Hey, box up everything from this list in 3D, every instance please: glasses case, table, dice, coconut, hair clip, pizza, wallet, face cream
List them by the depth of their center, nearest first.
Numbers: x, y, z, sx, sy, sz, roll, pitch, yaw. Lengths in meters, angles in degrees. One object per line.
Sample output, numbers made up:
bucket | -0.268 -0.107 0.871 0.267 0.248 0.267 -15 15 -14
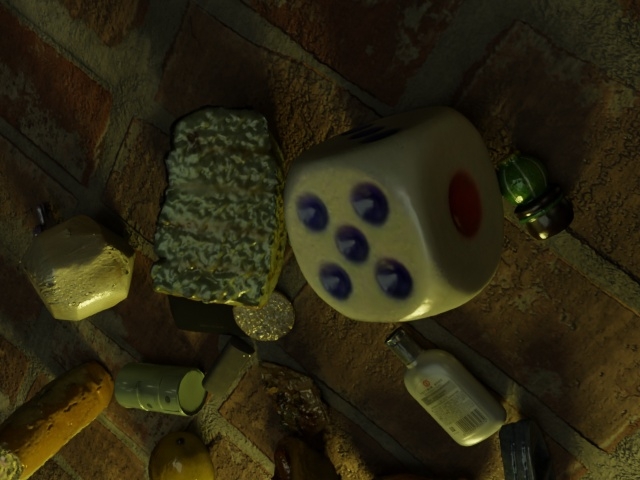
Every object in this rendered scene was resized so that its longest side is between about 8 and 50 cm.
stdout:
dice | 0.129 -0.049 1.172 0.304 0.277 0.304 -6 111 43
face cream | 0.254 0.307 1.414 0.291 0.071 0.144 44 122 2
pizza | -0.068 0.393 1.616 0.147 0.069 0.226 -19 102 34
coconut | -0.583 0.063 1.631 0.245 0.247 0.245 43 152 30
wallet | -0.270 0.171 1.637 0.250 0.044 0.149 3 116 25
glasses case | -0.239 0.326 1.691 0.072 0.042 0.190 34 123 0
table | -0.425 0.394 1.761 0.220 0.126 0.126 0 111 28
hair clip | -0.708 0.041 1.761 0.090 0.137 0.278 -26 100 -3

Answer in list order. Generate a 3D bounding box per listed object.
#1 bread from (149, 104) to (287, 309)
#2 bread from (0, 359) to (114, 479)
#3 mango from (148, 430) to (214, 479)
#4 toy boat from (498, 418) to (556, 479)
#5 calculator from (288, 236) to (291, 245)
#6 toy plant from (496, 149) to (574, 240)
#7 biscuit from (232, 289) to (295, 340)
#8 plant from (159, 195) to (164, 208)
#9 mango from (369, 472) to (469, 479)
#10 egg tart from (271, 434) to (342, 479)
bread | -0.189 -0.073 1.360 0.239 0.264 0.395 7 97 4
bread | -0.760 0.507 1.830 0.165 0.375 0.236 44 127 1
mango | -0.397 0.668 1.857 0.195 0.142 0.331 30 124 18
toy boat | 0.439 0.491 1.369 0.078 0.127 0.283 -8 110 36
calculator | 0.000 0.000 1.439 0.153 0.021 0.095 8 114 23
toy plant | 0.375 -0.086 1.171 0.093 0.093 0.162 -31 95 33
biscuit | -0.132 0.174 1.559 0.152 0.020 0.152 2 115 4
plant | -0.311 -0.114 1.517 0.085 0.087 0.174 25 131 -20
mango | 0.217 0.630 1.531 0.359 0.144 0.187 -8 110 26
egg tart | -0.023 0.642 1.592 0.153 0.339 0.351 -8 85 -12
